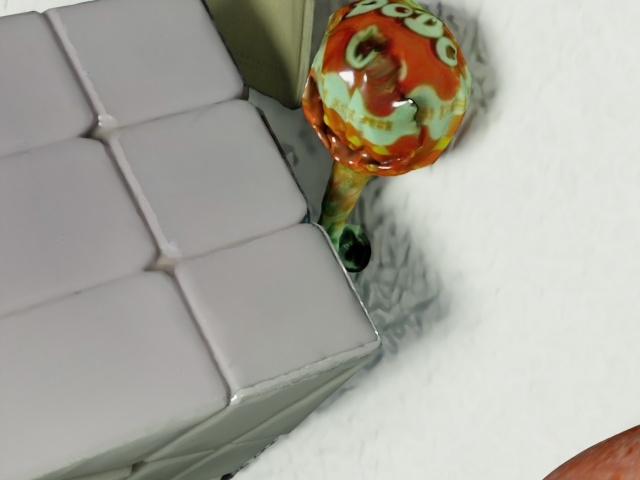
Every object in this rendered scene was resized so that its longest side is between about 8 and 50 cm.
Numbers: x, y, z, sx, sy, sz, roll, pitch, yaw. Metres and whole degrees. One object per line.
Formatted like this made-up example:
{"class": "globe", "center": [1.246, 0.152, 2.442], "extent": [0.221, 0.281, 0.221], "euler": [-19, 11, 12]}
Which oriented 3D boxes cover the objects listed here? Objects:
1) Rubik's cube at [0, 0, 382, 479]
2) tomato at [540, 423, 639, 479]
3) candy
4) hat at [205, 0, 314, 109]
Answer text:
{"class": "Rubik's cube", "center": [-0.144, 0.031, 0.747], "extent": [0.225, 0.221, 0.231], "euler": [63, 147, 14]}
{"class": "tomato", "center": [0.175, 0.200, 0.569], "extent": [0.270, 0.227, 0.270], "euler": [-17, 64, 40]}
{"class": "candy", "center": [0.001, 0.001, 0.770], "extent": [0.078, 0.084, 0.288], "euler": [21, 125, -3]}
{"class": "hat", "center": [-0.031, -0.175, 0.771], "extent": [0.166, 0.144, 0.173], "euler": [25, 157, 30]}
